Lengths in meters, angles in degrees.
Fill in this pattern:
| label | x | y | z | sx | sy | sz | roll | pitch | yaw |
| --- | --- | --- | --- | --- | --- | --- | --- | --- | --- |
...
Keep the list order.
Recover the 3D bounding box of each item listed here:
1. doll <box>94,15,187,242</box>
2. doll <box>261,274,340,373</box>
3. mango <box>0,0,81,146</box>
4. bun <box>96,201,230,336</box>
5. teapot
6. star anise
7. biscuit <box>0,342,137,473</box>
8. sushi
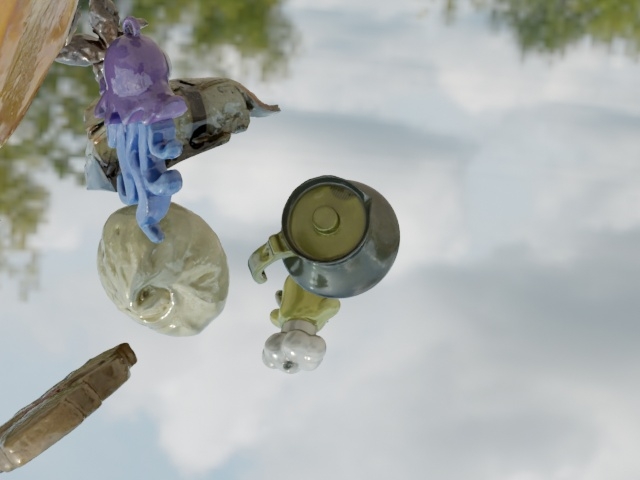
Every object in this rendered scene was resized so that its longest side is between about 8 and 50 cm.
| label | x | y | z | sx | sy | sz | roll | pitch | yaw |
| --- | --- | --- | --- | --- | --- | --- | --- | --- | --- |
| doll | -0.158 | -0.098 | 1.613 | 0.067 | 0.205 | 0.110 | -19 | -156 | -40 |
| doll | -0.021 | 0.095 | 2.230 | 0.106 | 0.062 | 0.162 | -15 | -137 | 35 |
| mango | -0.262 | -0.117 | 1.195 | 0.138 | 0.257 | 0.187 | 42 | -153 | 10 |
| bun | -0.200 | 0.043 | 2.192 | 0.183 | 0.183 | 0.102 | 10 | -147 | 20 |
| teapot | 0.000 | 0.000 | 1.906 | 0.166 | 0.130 | 0.119 | -23 | 161 | 5 |
| star anise | -0.282 | -0.213 | 2.378 | 0.148 | 0.218 | 0.227 | -16 | -161 | -3 |
| biscuit | -0.281 | 0.178 | 1.985 | 0.183 | 0.047 | 0.320 | -31 | -176 | 25 |
| sushi | -0.175 | -0.156 | 2.218 | 0.273 | 0.109 | 0.134 | -26 | -166 | -24 |
